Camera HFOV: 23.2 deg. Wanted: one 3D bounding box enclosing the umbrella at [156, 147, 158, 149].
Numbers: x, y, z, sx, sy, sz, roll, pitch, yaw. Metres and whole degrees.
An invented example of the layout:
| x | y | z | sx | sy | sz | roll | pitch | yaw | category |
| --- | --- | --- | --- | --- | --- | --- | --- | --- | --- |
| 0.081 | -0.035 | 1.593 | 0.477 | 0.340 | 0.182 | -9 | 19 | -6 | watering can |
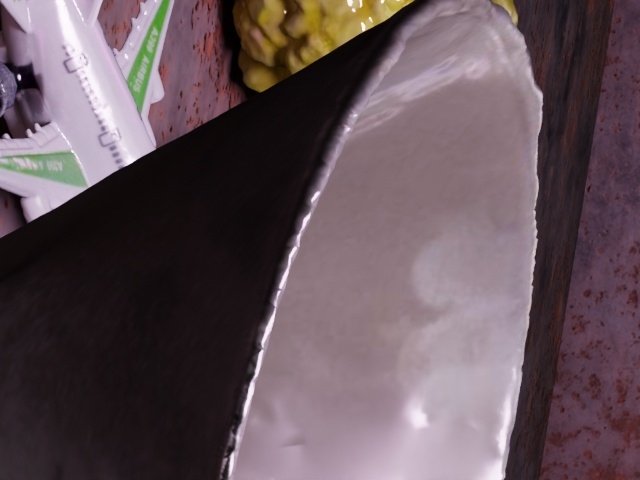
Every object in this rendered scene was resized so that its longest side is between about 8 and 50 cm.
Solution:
| x | y | z | sx | sy | sz | roll | pitch | yaw | category |
| --- | --- | --- | --- | --- | --- | --- | --- | --- | --- |
| -0.018 | -0.012 | 1.131 | 0.357 | 0.106 | 0.113 | -1 | 81 | -42 | umbrella |

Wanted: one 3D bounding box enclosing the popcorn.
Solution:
| x | y | z | sx | sy | sz | roll | pitch | yaw | category |
| --- | --- | --- | --- | --- | --- | --- | --- | --- | --- |
| 0.039 | -0.174 | 1.256 | 0.259 | 0.259 | 0.212 | 2 | 107 | -71 | popcorn |

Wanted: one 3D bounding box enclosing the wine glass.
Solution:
| x | y | z | sx | sy | sz | roll | pitch | yaw | category |
| --- | --- | --- | --- | --- | --- | --- | --- | --- | --- |
| -0.157 | 0.040 | 0.477 | 0.267 | 0.406 | 0.267 | 8 | 90 | -72 | wine glass |

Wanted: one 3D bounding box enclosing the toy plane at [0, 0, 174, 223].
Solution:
| x | y | z | sx | sy | sz | roll | pitch | yaw | category |
| --- | --- | --- | --- | --- | --- | --- | --- | --- | --- |
| -0.142 | -0.071 | 0.920 | 0.251 | 0.101 | 0.255 | -56 | 142 | -51 | toy plane |
